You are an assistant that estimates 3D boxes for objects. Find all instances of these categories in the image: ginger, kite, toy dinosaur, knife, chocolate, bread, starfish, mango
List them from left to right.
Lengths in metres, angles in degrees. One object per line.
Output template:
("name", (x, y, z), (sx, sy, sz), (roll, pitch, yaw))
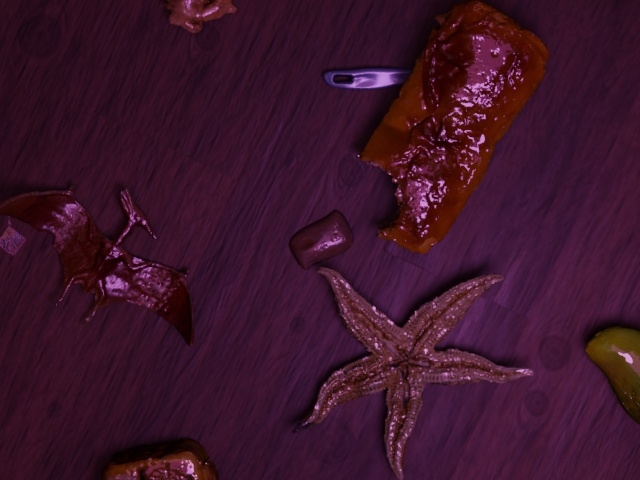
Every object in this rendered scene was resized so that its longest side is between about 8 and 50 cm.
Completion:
("kite", (-0.480, -0.015, 1.983), (0.044, 0.002, 0.078), (16, 94, 0))
("toy dinosaur", (-0.325, 0.043, 1.930), (0.207, 0.113, 0.327), (-29, 94, 2))
("bread", (-0.243, 0.425, 1.958), (0.181, 0.096, 0.222), (-6, 93, 4))
("ginger", (-0.212, -0.412, 1.933), (0.193, 0.052, 0.176), (13, 88, -1))
("chocolate", (0.000, 0.000, 1.962), (0.101, 0.031, 0.064), (-26, 88, 4))
("starfish", (0.140, 0.196, 1.945), (0.358, 0.078, 0.347), (13, 93, 0))
("knife", (0.160, -0.245, 1.954), (0.313, 0.019, 0.044), (0, 97, 0))
("bread", (0.181, -0.170, 1.905), (0.185, 0.109, 0.380), (29, 97, -6))
("mango", (0.502, 0.217, 1.926), (0.233, 0.111, 0.125), (32, 89, 0))
